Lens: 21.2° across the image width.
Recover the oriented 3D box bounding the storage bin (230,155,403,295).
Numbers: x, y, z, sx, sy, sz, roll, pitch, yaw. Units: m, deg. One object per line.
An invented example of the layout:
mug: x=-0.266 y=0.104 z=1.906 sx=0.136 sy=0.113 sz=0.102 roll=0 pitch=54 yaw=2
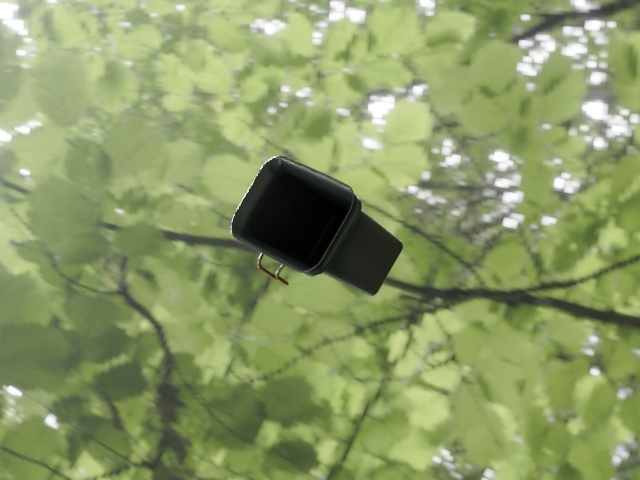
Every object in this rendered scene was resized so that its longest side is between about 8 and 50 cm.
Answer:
storage bin: x=0.000 y=0.000 z=1.483 sx=0.091 sy=0.135 sz=0.098 roll=33 pitch=-94 yaw=-39
